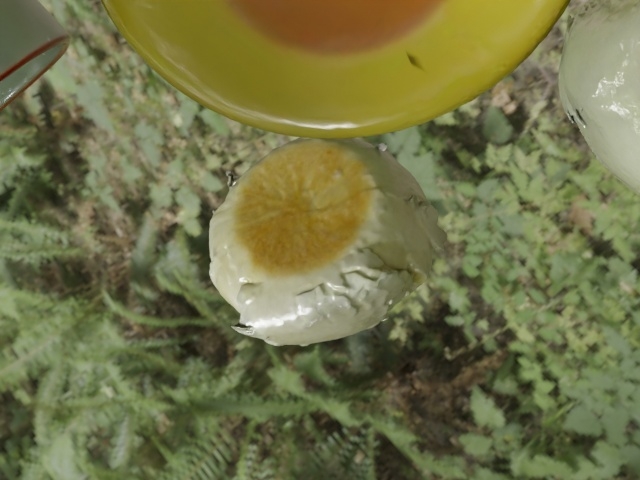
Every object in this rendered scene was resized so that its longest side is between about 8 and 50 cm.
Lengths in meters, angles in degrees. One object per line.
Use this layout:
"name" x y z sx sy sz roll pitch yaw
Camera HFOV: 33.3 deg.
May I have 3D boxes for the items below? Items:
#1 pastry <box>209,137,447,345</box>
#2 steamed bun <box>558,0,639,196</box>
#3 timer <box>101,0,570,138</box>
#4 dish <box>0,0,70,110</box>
"pastry" 0.000 0.000 0.729 0.166 0.165 0.088 22 163 36
"steamed bun" 0.149 -0.057 0.421 0.091 0.130 0.112 -41 104 13
"timer" -0.001 -0.225 0.197 0.387 0.376 0.376 39 149 -23
"dish" -0.295 -0.107 0.720 0.117 0.256 0.256 52 144 -12
